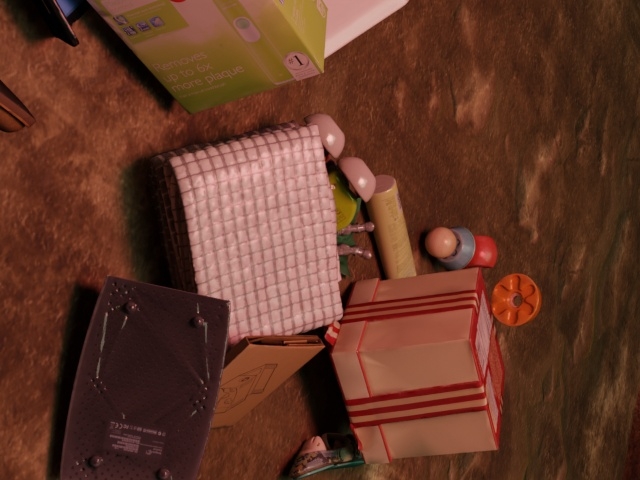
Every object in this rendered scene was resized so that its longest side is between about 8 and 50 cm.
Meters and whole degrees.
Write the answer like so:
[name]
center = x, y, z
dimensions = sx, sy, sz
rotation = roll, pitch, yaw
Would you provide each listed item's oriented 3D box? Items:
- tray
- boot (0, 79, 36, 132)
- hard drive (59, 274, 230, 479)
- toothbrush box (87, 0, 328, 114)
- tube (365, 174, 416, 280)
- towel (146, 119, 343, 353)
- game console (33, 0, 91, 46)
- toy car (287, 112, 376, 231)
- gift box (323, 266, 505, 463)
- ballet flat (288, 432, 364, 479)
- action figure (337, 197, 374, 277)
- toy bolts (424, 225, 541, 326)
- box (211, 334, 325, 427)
[tray]
center = 0.038, -0.370, 1.606
dimensions = 0.270, 0.030, 0.145
rotation = -37, 149, -23
[boot]
center = -0.415, -0.166, 1.025
dimensions = 0.115, 0.112, 0.305
rotation = -53, 146, 3
[hard drive]
center = -0.212, 0.181, 1.263
dimensions = 0.054, 0.172, 0.254
rotation = 175, -73, -81
[toothbrush box]
center = -0.144, -0.306, 1.261
dimensions = 0.283, 0.206, 0.122
rotation = 51, 34, -46
[tube]
center = 0.126, -0.002, 1.834
dimensions = 0.070, 0.062, 0.240
rotation = -22, 125, -6
[towel]
center = -0.096, -0.002, 1.394
dimensions = 0.235, 0.121, 0.283
rotation = -17, 106, -31
[game console]
center = -0.300, -0.297, 1.182
dimensions = 0.071, 0.107, 0.122
rotation = -37, 126, -15
[toy car]
center = -0.018, -0.097, 1.549
dimensions = 0.182, 0.159, 0.136
rotation = 52, 4, -14
[gift box]
center = 0.144, 0.203, 1.672
dimensions = 0.276, 0.258, 0.255
rotation = -59, 137, -62
[ballet flat]
center = 0.004, 0.346, 1.679
dimensions = 0.188, 0.070, 0.070
rotation = 7, 86, -57
[action figure]
center = 0.000, 0.000, 1.646
dimensions = 0.232, 0.064, 0.137
rotation = -2, 97, -52
[toy bolts]
center = 0.281, 0.073, 1.954
dimensions = 0.159, 0.218, 0.228
rotation = 19, 58, -48
[box]
center = -0.110, 0.194, 1.400
dimensions = 0.164, 0.201, 0.021
rotation = 7, 46, -55
